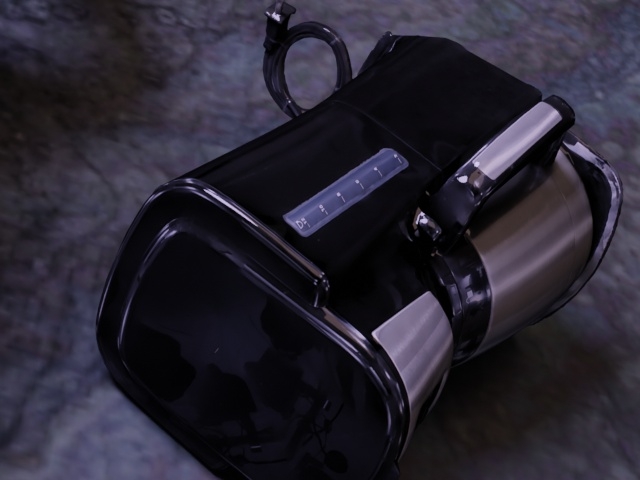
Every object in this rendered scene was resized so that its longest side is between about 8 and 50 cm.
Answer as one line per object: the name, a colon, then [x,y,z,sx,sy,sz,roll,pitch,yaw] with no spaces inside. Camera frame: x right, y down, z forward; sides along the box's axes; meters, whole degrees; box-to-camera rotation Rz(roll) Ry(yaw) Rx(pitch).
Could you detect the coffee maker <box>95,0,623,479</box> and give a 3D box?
coffee maker: [0.000,0.000,0.616,0.171,0.120,0.178,20,33,28]
